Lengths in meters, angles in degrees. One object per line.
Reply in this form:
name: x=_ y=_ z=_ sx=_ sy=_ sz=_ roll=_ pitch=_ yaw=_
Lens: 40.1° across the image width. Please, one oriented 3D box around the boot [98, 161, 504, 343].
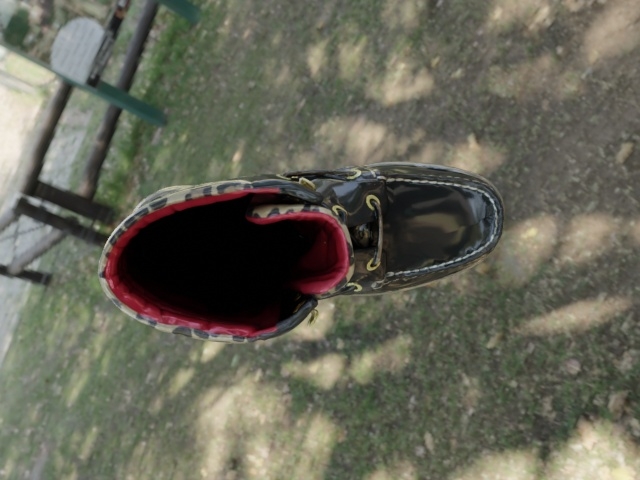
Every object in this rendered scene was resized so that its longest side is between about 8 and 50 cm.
boot: x=0.000 y=0.000 z=0.769 sx=0.284 sy=0.377 sz=0.138 roll=-112 pitch=22 yaw=-84
